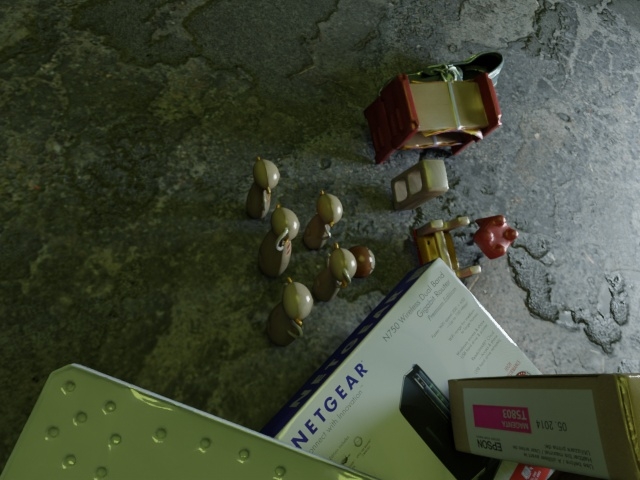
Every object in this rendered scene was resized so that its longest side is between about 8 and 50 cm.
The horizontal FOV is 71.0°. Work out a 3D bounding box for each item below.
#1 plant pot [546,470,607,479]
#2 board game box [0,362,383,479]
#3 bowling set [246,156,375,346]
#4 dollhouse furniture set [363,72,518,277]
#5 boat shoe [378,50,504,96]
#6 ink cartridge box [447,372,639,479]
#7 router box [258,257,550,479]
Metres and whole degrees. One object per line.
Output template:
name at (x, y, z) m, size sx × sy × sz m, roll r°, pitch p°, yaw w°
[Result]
plant pot at (0.327, 0.337, 0.525) m, size 0.237 × 0.237 × 0.109 m, roll -18°, pitch 28°, yaw -24°
board game box at (-0.137, 0.364, 0.413) m, size 0.389 × 0.050 × 0.390 m, roll 22°, pitch 80°, yaw -3°
bowling set at (0.000, 0.000, 0.676) m, size 0.199 × 0.154 × 0.287 m, roll -8°, pitch 64°, yaw -20°
dollhouse furniture set at (0.231, -0.112, 0.836) m, size 0.201 × 0.152 × 0.374 m, roll -7°, pitch 81°, yaw -20°
boat shoe at (0.273, -0.359, 0.991) m, size 0.319 × 0.099 × 0.116 m, roll -16°, pitch 67°, yaw -24°
ink cartridge box at (0.287, 0.189, 0.480) m, size 0.193 × 0.234 × 0.088 m, roll 6°, pitch 71°, yaw -19°
router box at (0.140, 0.242, 0.584) m, size 0.301 × 0.082 × 0.335 m, roll 48°, pitch 62°, yaw 0°
